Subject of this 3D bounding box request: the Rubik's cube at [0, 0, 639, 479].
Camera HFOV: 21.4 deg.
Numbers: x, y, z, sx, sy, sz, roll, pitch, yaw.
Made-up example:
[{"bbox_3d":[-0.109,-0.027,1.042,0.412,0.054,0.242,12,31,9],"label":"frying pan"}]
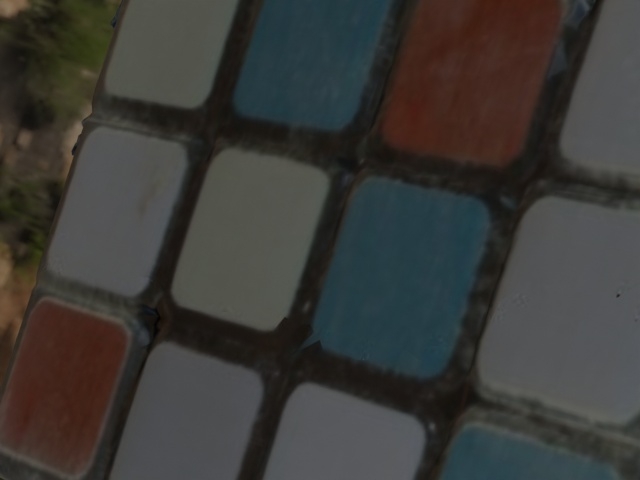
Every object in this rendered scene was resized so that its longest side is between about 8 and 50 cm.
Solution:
[{"bbox_3d":[0.087,0.007,0.565,0.256,0.253,0.259,22,85,-48],"label":"Rubik's cube"}]
